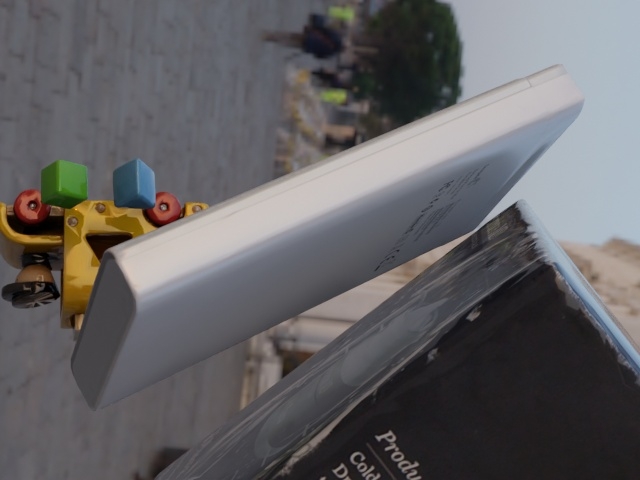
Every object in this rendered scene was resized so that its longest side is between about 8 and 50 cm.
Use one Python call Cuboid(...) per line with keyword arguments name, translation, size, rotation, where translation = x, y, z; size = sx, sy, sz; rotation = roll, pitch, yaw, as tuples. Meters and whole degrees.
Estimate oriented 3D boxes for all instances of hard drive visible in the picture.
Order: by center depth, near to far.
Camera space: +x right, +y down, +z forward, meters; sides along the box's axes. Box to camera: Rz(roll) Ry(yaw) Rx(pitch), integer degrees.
Cuboid(name="hard drive", translation=(0.000, 0.000, 0.809), size=(0.040, 0.308, 0.203), rotation=(60, -26, 14))

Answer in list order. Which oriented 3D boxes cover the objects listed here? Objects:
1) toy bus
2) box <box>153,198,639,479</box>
Cuboid(name="toy bus", translation=(-0.179, 0.025, 1.015), size=(0.191, 0.202, 0.104), rotation=(23, 57, -53))
Cuboid(name="box", translation=(0.074, 0.235, 1.060), size=(0.297, 0.472, 0.480), rotation=(53, 9, -2))
